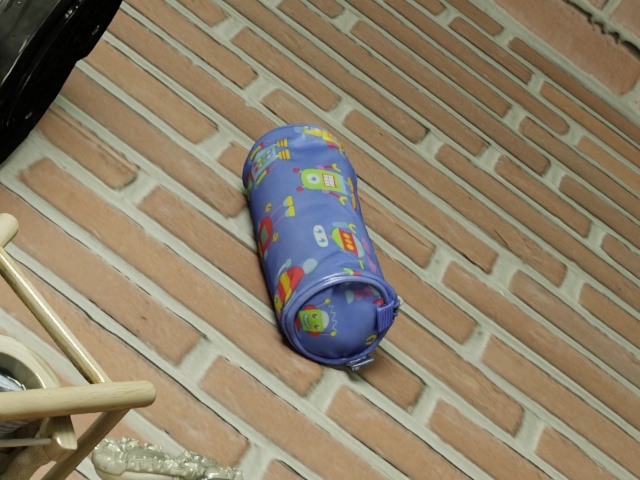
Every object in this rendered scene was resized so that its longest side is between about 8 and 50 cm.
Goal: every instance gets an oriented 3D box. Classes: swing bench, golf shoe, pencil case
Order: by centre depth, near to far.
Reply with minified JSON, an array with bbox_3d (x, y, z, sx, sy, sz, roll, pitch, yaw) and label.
[{"bbox_3d":[-0.289,0.147,1.152,0.165,0.253,0.255,49,33,10],"label":"swing bench"},{"bbox_3d":[-0.127,0.208,1.440,0.069,0.086,0.176,22,-3,35],"label":"golf shoe"},{"bbox_3d":[0.000,0.000,1.938,0.133,0.119,0.306,0,37,-14],"label":"pencil case"}]

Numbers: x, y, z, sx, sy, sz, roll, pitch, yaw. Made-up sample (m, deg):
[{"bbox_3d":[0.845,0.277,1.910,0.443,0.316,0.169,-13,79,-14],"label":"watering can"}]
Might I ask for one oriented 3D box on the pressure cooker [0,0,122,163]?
[{"bbox_3d":[-0.405,-0.291,1.665,0.420,0.375,0.370,36,0,0],"label":"pressure cooker"}]
